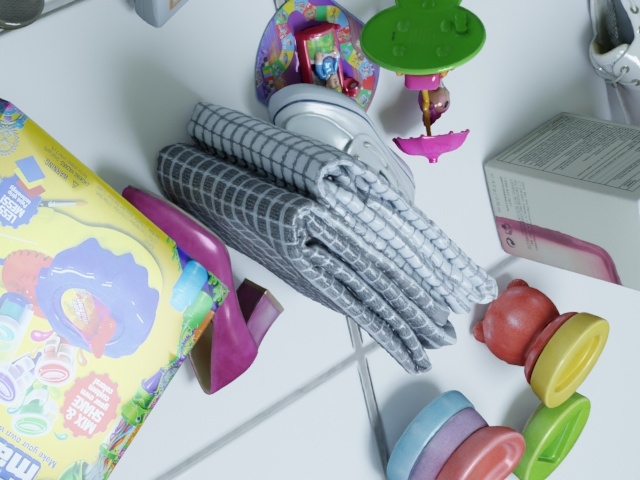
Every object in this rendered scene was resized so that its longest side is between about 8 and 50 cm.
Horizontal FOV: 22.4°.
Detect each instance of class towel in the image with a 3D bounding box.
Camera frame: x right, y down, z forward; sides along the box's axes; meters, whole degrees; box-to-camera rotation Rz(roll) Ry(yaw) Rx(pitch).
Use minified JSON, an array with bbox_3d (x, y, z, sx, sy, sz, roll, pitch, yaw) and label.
[{"bbox_3d":[0.000,0.000,1.570,0.283,0.235,0.121,41,78,-39],"label":"towel"}]

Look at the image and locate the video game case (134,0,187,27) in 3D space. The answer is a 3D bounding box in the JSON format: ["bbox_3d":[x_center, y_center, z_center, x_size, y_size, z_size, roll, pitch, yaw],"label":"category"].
[{"bbox_3d":[-0.048,-0.373,1.426,0.329,0.036,0.300,-48,168,-20],"label":"video game case"}]

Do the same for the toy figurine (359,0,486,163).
[{"bbox_3d":[0.113,-0.166,1.720,0.173,0.130,0.159,-81,168,-48],"label":"toy figurine"}]

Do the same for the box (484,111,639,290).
[{"bbox_3d":[0.327,-0.046,1.839,0.148,0.232,0.127,-33,122,-30],"label":"box"}]

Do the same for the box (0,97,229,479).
[{"bbox_3d":[-0.285,0.062,1.377,0.290,0.177,0.279,42,75,-39],"label":"box"}]

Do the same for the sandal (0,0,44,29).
[{"bbox_3d":[-0.283,-0.280,1.362,0.090,0.060,0.219,-25,117,-34],"label":"sandal"}]

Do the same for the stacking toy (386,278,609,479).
[{"bbox_3d":[0.197,0.215,1.919,0.309,0.130,0.279,-45,153,-20],"label":"stacking toy"}]

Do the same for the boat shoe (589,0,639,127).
[{"bbox_3d":[0.361,-0.224,1.918,0.096,0.098,0.277,-22,104,-30],"label":"boat shoe"}]

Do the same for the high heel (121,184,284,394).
[{"bbox_3d":[-0.137,0.049,1.576,0.117,0.082,0.244,-53,137,-12],"label":"high heel"}]

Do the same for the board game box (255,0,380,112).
[{"bbox_3d":[0.010,-0.176,1.664,0.168,0.033,0.133,32,81,-42],"label":"board game box"}]

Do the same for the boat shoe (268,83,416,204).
[{"bbox_3d":[0.034,-0.080,1.661,0.083,0.076,0.226,-33,138,25],"label":"boat shoe"}]
